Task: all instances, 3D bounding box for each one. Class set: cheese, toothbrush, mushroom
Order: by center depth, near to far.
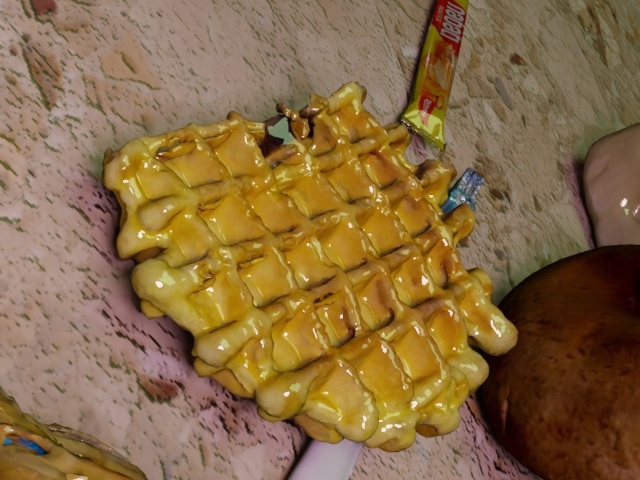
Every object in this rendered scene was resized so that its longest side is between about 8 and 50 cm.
[{"bbox_3d":[0.048,0.065,0.810,0.042,0.040,0.418,36,39,-2],"label":"toothbrush"},{"bbox_3d":[0.240,0.128,0.888,0.267,0.267,0.255,9,91,-51],"label":"mushroom"},{"bbox_3d":[0.367,-0.013,1.229,0.235,0.117,0.218,44,37,-17],"label":"cheese"}]

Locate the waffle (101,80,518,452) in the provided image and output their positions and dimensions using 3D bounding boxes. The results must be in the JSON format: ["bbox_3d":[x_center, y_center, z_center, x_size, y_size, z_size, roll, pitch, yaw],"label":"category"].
[{"bbox_3d":[-0.001,0.001,0.737,0.309,0.065,0.283,29,44,-29],"label":"waffle"}]

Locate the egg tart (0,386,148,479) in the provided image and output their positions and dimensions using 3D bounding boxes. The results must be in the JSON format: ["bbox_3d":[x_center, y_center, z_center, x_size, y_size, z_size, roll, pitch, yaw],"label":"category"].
[{"bbox_3d":[-0.061,0.151,0.439,0.290,0.290,0.107,38,76,-30],"label":"egg tart"}]

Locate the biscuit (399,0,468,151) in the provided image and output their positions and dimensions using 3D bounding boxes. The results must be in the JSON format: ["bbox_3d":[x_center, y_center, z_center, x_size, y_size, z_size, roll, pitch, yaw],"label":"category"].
[{"bbox_3d":[0.110,-0.174,1.090,0.048,0.026,0.292,29,39,-10],"label":"biscuit"}]
